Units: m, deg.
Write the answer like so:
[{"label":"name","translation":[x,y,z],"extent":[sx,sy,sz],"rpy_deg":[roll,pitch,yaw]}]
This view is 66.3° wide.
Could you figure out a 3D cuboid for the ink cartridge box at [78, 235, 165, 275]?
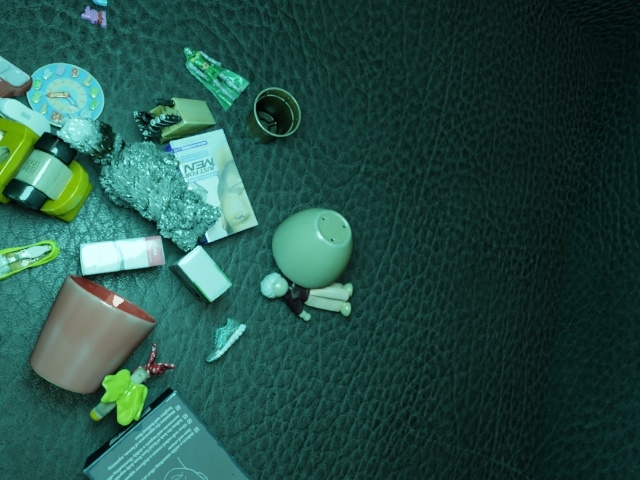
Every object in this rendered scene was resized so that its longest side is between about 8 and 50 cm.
[{"label":"ink cartridge box","translation":[-0.583,0.046,1.431],"extent":[0.218,0.158,0.092],"rpy_deg":[-9,89,-28]}]

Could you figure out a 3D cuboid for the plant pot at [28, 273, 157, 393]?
[{"label":"plant pot","translation":[-0.630,0.263,1.338],"extent":[0.275,0.275,0.243],"rpy_deg":[34,79,-19]}]

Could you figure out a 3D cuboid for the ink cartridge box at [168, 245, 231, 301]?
[{"label":"ink cartridge box","translation":[-0.374,0.104,1.504],"extent":[0.087,0.208,0.153],"rpy_deg":[-43,102,-21]}]

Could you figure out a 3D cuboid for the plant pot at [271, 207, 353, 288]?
[{"label":"plant pot","translation":[0.000,0.000,1.669],"extent":[0.284,0.191,0.284],"rpy_deg":[14,58,-23]}]

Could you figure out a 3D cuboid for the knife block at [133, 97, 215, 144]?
[{"label":"knife block","translation":[-0.436,-0.387,1.513],"extent":[0.276,0.242,0.088],"rpy_deg":[-28,97,-27]}]

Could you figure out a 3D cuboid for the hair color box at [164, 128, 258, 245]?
[{"label":"hair color box","translation":[-0.357,-0.174,1.605],"extent":[0.185,0.110,0.339],"rpy_deg":[-23,96,-28]}]

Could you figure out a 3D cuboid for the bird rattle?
[{"label":"bird rattle","translation":[-0.550,0.408,1.392],"extent":[0.207,0.253,0.143],"rpy_deg":[-38,103,13]}]

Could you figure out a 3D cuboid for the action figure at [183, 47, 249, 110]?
[{"label":"action figure","translation":[-0.373,-0.572,1.674],"extent":[0.232,0.063,0.137],"rpy_deg":[38,72,-14]}]

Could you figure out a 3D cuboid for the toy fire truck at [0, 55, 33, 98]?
[{"label":"toy fire truck","translation":[-0.979,-0.455,1.302],"extent":[0.302,0.169,0.254],"rpy_deg":[35,45,-11]}]

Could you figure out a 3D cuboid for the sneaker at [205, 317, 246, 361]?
[{"label":"sneaker","translation":[-0.321,0.321,1.596],"extent":[0.076,0.065,0.166],"rpy_deg":[42,63,1]}]

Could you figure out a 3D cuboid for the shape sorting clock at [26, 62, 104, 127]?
[{"label":"shape sorting clock","translation":[-0.761,-0.434,1.467],"extent":[0.206,0.040,0.206],"rpy_deg":[3,82,-27]}]

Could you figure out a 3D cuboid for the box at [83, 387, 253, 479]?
[{"label":"box","translation":[-0.411,0.667,1.385],"extent":[0.293,0.212,0.395],"rpy_deg":[-40,93,-25]}]

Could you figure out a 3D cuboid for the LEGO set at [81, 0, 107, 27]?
[{"label":"LEGO set","translation":[-0.715,-0.791,1.509],"extent":[0.093,0.087,0.227],"rpy_deg":[-3,84,-28]}]

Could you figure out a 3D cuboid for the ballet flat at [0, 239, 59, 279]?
[{"label":"ballet flat","translation":[-0.841,0.053,1.345],"extent":[0.231,0.077,0.077],"rpy_deg":[-23,95,-27]}]

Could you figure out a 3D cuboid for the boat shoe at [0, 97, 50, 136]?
[{"label":"boat shoe","translation":[-0.831,-0.339,1.362],"extent":[0.063,0.184,0.066],"rpy_deg":[18,86,10]}]

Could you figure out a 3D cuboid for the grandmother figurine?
[{"label":"grandmother figurine","translation":[-0.050,0.174,1.723],"extent":[0.342,0.104,0.207],"rpy_deg":[11,70,-28]}]

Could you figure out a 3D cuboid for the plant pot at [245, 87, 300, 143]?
[{"label":"plant pot","translation":[-0.177,-0.418,1.693],"extent":[0.167,0.165,0.167],"rpy_deg":[3,83,-27]}]

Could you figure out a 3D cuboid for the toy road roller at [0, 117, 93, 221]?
[{"label":"toy road roller","translation":[-0.799,-0.175,1.357],"extent":[0.329,0.240,0.202],"rpy_deg":[19,72,15]}]

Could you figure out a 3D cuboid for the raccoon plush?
[{"label":"raccoon plush","translation":[-0.484,-0.127,1.339],"extent":[0.299,0.446,0.216],"rpy_deg":[41,101,24]}]
